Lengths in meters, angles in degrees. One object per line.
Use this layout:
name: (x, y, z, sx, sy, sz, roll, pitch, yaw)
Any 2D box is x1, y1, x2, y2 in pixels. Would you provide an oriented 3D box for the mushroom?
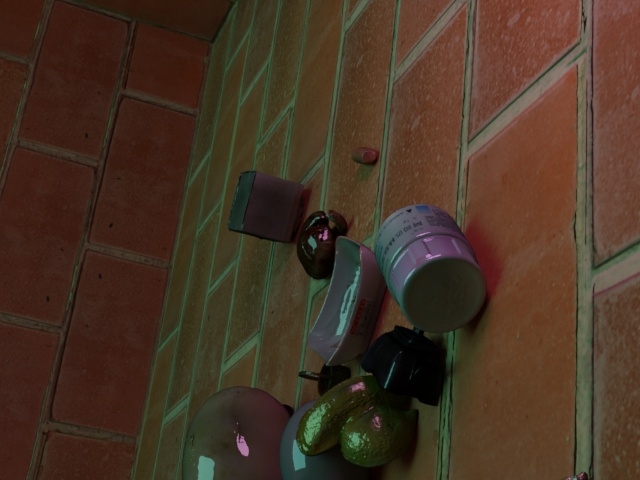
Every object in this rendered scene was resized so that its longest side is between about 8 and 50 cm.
mushroom: (-0.002, 0.000, 2.113, 0.171, 0.080, 0.135, 116, 150, -42)

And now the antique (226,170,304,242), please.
antique: (-0.123, -0.074, 2.444, 0.152, 0.148, 0.147, -173, 97, -73)

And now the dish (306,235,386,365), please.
dish: (0.055, 0.109, 1.839, 0.151, 0.077, 0.212, -148, 74, -71)

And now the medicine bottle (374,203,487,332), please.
medicine bottle: (0.154, 0.038, 1.487, 0.168, 0.135, 0.135, -111, 39, -61)

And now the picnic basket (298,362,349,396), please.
picnic basket: (0.003, 0.245, 1.875, 0.072, 0.083, 0.072, -164, 90, -73)

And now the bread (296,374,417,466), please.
bread: (0.050, 0.269, 1.567, 0.149, 0.187, 0.065, -106, -3, -45)

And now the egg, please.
egg: (0.008, 0.346, 1.663, 0.146, 0.146, 0.199, 131, 137, -56)

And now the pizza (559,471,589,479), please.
pizza: (0.238, 0.325, 1.083, 0.194, 0.069, 0.154, -65, 18, 9)

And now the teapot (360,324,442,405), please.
teapot: (0.128, 0.169, 1.542, 0.096, 0.087, 0.177, -69, 17, 4)

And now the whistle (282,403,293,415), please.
whistle: (-0.099, 0.403, 2.158, 0.033, 0.033, 0.176, -100, 30, -55)

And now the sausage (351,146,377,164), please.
sausage: (0.084, -0.164, 2.052, 0.083, 0.034, 0.034, -156, 82, -74)

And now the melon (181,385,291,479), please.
melon: (-0.148, 0.416, 1.973, 0.317, 0.223, 0.223, -95, 25, -45)
